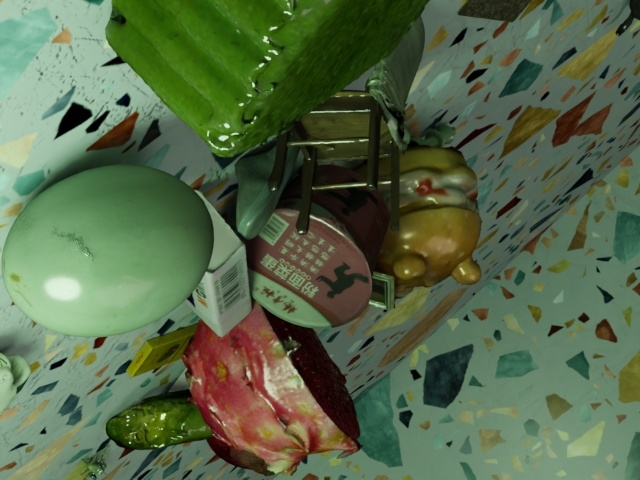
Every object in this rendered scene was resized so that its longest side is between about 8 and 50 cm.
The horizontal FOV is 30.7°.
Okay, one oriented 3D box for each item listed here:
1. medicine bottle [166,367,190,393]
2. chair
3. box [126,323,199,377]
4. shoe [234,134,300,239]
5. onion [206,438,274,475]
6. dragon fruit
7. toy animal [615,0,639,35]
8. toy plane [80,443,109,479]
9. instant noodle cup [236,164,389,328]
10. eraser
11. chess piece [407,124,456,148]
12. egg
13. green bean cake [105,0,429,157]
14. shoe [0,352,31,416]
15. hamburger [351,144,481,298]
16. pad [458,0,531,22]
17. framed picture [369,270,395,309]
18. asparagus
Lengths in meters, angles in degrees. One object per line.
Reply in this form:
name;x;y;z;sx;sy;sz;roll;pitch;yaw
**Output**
medicine bottle;-0.256;0.316;2.358;0.115;0.078;0.219;-4;141;-47
chair;0.044;-0.181;1.670;0.186;0.319;0.160;-2;152;18
box;-0.278;0.198;2.124;0.155;0.023;0.087;-17;153;-54
shoe;-0.093;-0.088;1.727;0.195;0.078;0.079;-60;171;-33
onion;-0.125;0.378;2.511;0.276;0.276;0.276;-37;162;-14
dragon fruit;-0.101;0.244;2.060;0.249;0.386;0.371;-31;165;8
toy animal;0.694;-0.515;2.386;0.148;0.084;0.232;-6;151;-34
toy plane;-0.455;0.461;2.358;0.102;0.040;0.111;-49;162;-10
instant noodle cup;0.000;0.000;1.866;0.235;0.235;0.178;-57;180;42
eraser;-0.176;0.043;1.788;0.086;0.130;0.287;-40;162;-17
chess piece;0.212;-0.186;2.179;0.149;0.059;0.059;-32;161;-43
egg;-0.253;0.011;1.413;0.283;0.203;0.203;-18;152;-46
green bean cake;-0.028;-0.280;1.204;0.319;0.218;0.335;-37;170;-40
shoe;-0.479;0.187;1.570;0.110;0.095;0.265;-46;168;-2
hamburger;0.171;-0.020;2.089;0.276;0.236;0.276;-13;160;-5
pad;0.321;-0.423;1.908;0.158;0.003;0.235;-50;161;27
framed picture;0.011;0.064;2.078;0.197;0.252;0.014;79;29;-71
asparagus;-0.219;0.333;2.239;0.382;0.108;0.128;-9;-165;-15
